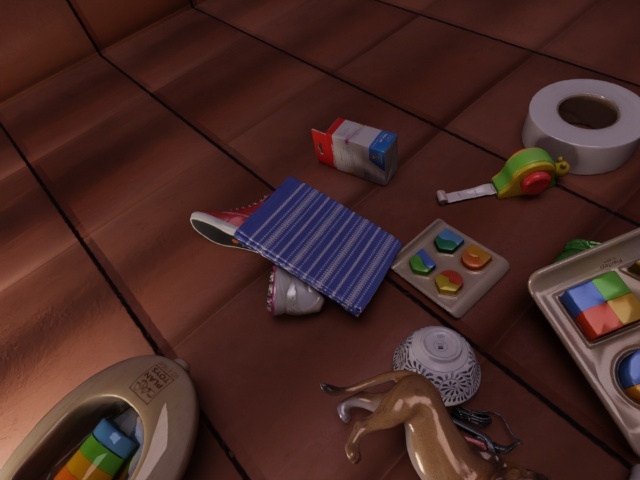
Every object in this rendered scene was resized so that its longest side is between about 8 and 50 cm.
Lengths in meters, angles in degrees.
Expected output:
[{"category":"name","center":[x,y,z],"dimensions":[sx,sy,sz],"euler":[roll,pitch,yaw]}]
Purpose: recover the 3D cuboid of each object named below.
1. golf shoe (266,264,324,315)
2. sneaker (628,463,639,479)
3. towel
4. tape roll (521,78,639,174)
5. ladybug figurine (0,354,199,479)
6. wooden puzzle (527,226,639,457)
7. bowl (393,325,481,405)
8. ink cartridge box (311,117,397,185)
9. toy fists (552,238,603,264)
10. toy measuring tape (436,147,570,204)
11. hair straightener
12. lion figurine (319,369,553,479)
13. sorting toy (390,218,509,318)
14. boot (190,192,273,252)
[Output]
[{"category":"golf shoe","center":[-0.044,0.046,1.006],"dimensions":[0.140,0.115,0.306],"euler":[8,57,-3]},{"category":"sneaker","center":[0.567,0.481,0.572],"dimensions":[0.293,0.108,0.169],"euler":[27,64,37]},{"category":"towel","center":[0.000,0.000,0.965],"dimensions":[0.336,0.040,0.243],"euler":[32,54,8]},{"category":"tape roll","center":[0.705,-0.310,1.121],"dimensions":[0.287,0.100,0.286],"euler":[-5,53,7]},{"category":"ladybug figurine","center":[-0.385,0.415,0.748],"dimensions":[0.305,0.161,0.449],"euler":[27,64,27]},{"category":"wooden puzzle","center":[0.602,0.147,0.721],"dimensions":[0.322,0.080,0.347],"euler":[-24,65,3]},{"category":"bowl","center":[0.229,0.222,0.805],"dimensions":[0.170,0.080,0.170],"euler":[-2,41,1]},{"category":"ink cartridge box","center":[0.097,-0.255,1.168],"dimensions":[0.231,0.134,0.078],"euler":[25,63,25]},{"category":"toy fists","center":[0.621,0.096,0.842],"dimensions":[0.279,0.096,0.142],"euler":[19,64,21]},{"category":"toy measuring tape","center":[0.463,-0.165,1.050],"dimensions":[0.331,0.121,0.121],"euler":[-10,53,3]},{"category":"hair straightener","center":[0.249,0.322,0.770],"dimensions":[0.231,0.047,0.089],"euler":[10,56,24]},{"category":"lion figurine","center":[0.190,0.343,0.683],"dimensions":[0.240,0.142,0.392],"euler":[-38,71,3]},{"category":"sorting toy","center":[0.297,0.053,0.967],"dimensions":[0.193,0.038,0.208],"euler":[-38,57,-17]},{"category":"boot","center":[-0.211,-0.071,1.124],"dimensions":[0.245,0.088,0.176],"euler":[15,56,12]}]
